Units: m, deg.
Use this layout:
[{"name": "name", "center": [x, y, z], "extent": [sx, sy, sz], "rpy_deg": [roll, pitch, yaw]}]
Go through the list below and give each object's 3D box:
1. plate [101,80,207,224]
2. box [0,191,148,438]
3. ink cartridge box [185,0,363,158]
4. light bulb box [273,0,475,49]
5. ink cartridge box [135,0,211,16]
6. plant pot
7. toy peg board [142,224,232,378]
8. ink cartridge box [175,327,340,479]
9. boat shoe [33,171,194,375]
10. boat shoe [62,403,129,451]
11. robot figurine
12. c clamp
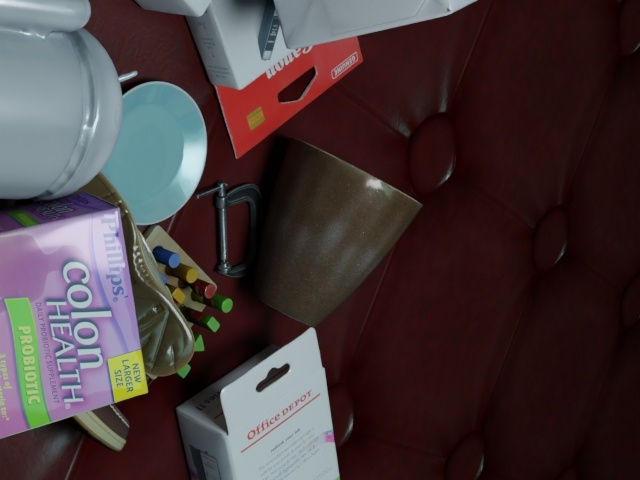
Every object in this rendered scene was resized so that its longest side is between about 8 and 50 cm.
[{"name": "plate", "center": [-0.223, -0.113, 1.420], "extent": [0.188, 0.024, 0.188], "rpy_deg": [-21, 118, -44]}, {"name": "box", "center": [-0.327, 0.082, 1.157], "extent": [0.243, 0.117, 0.214], "rpy_deg": [-14, 108, -29]}, {"name": "ink cartridge box", "center": [-0.037, -0.292, 1.536], "extent": [0.296, 0.066, 0.261], "rpy_deg": [-42, 131, -31]}, {"name": "light bulb box", "center": [0.086, -0.459, 1.365], "extent": [0.361, 0.225, 0.358], "rpy_deg": [-38, 118, -58]}, {"name": "ink cartridge box", "center": [-0.200, -0.421, 1.258], "extent": [0.278, 0.117, 0.201], "rpy_deg": [44, 70, -48]}, {"name": "plant pot", "center": [0.000, 0.000, 1.596], "extent": [0.215, 0.215, 0.230], "rpy_deg": [26, 93, -50]}, {"name": "toy peg board", "center": [-0.205, 0.092, 1.474], "extent": [0.161, 0.079, 0.161], "rpy_deg": [-57, 138, -18]}, {"name": "ink cartridge box", "center": [-0.090, 0.302, 1.651], "extent": [0.207, 0.119, 0.354], "rpy_deg": [-31, 126, -37]}, {"name": "boat shoe", "center": [-0.258, 0.029, 1.356], "extent": [0.109, 0.098, 0.302], "rpy_deg": [-33, 104, -8]}, {"name": "boat shoe", "center": [-0.315, 0.126, 1.333], "extent": [0.123, 0.123, 0.342], "rpy_deg": [-50, 129, -23]}, {"name": "robot figurine", "center": [-0.349, -0.144, 1.124], "extent": [0.353, 0.200, 0.300], "rpy_deg": [2, 140, -49]}, {"name": "c clamp", "center": [-0.128, -0.015, 1.571], "extent": [0.137, 0.022, 0.161], "rpy_deg": [-32, 126, -46]}]
